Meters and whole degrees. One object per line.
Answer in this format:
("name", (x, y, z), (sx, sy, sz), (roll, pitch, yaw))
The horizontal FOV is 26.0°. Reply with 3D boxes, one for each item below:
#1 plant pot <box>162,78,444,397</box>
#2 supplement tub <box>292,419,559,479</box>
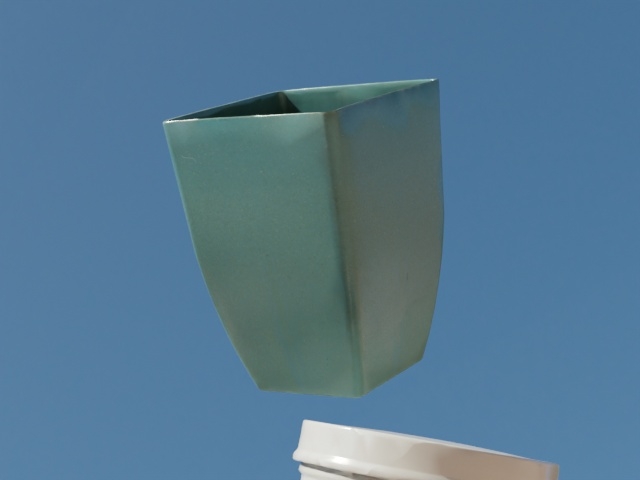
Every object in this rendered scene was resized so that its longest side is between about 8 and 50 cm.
("plant pot", (0.000, 0.000, 1.130), (0.165, 0.165, 0.234), (1, -76, 35))
("supplement tub", (0.054, 0.300, 1.000), (0.228, 0.316, 0.228), (10, -8, 1))
